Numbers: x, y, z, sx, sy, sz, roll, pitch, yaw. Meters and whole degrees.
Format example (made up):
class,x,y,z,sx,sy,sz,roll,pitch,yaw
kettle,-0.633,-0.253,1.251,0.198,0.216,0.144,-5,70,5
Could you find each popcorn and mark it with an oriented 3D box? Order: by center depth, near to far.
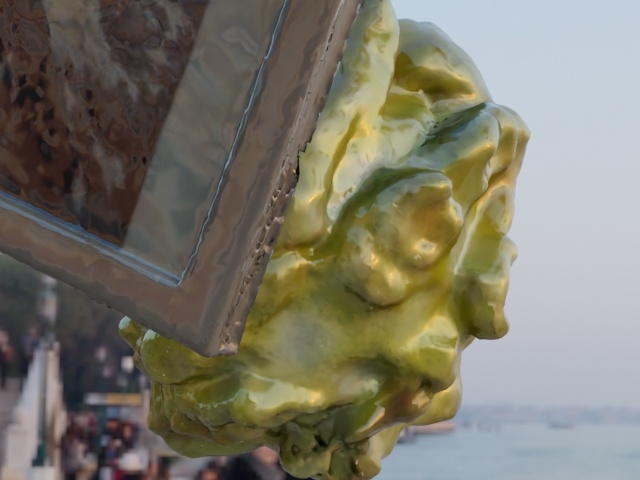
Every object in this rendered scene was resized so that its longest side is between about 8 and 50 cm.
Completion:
class,x,y,z,sx,sy,sz,roll,pitch,yaw
popcorn,0.002,-0.009,0.986,0.312,0.312,0.312,1,-7,0

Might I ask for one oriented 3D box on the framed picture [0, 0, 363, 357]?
class,x,y,z,sx,sy,sz,roll,pitch,yaw
framed picture,-0.104,-0.114,0.412,0.281,0.209,0.019,22,7,24
